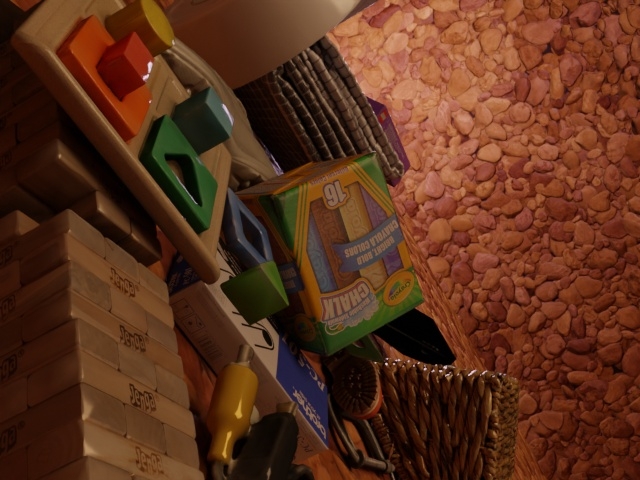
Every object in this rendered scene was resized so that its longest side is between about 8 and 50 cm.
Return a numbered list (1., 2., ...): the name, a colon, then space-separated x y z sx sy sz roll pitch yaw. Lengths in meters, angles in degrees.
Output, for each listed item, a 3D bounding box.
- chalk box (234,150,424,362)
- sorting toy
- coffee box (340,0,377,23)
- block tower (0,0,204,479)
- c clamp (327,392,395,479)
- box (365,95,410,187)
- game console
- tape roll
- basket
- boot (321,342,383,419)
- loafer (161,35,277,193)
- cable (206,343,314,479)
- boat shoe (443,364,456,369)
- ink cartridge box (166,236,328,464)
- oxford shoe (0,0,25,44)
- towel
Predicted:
1. chalk box: 0.006 0.033 0.811 0.132 0.132 0.213 0 -69 59
2. sorting toy: -0.105 -0.092 0.509 0.347 0.047 0.196 56 13 -29
3. coffee box: -0.067 -0.595 1.647 0.338 0.334 0.337 58 12 -16
4. block tower: -0.149 0.011 0.438 0.091 0.097 0.335 48 19 -50
5. c clamp: 0.055 0.249 0.941 0.161 0.022 0.137 44 19 -54
6. box: 0.010 -0.221 1.395 0.293 0.057 0.201 31 -11 28
7. game console: 0.100 0.077 1.388 0.213 0.044 0.361 31 19 -32
8. tape roll: -0.080 -0.312 1.030 0.100 0.286 0.286 55 13 -27
9. basket: 0.168 0.291 1.168 0.299 0.223 0.213 32 64 -69
10. boot: 0.054 0.183 0.957 0.084 0.059 0.158 55 3 -19
11. loafer: -0.136 -0.123 0.804 0.111 0.112 0.319 62 2 30
12. cable: -0.066 0.194 0.528 0.287 0.072 0.139 -58 137 -64
13. boat shoe: 0.274 0.321 1.625 0.223 0.080 0.073 60 4 -36
14. ink cartridge box: -0.063 0.099 0.720 0.207 0.046 0.097 57 13 -22
15. oxford shoe: -0.237 -0.175 0.491 0.082 0.096 0.227 64 10 24
16. towel: -0.030 -0.186 1.198 0.283 0.121 0.235 58 -17 -25
